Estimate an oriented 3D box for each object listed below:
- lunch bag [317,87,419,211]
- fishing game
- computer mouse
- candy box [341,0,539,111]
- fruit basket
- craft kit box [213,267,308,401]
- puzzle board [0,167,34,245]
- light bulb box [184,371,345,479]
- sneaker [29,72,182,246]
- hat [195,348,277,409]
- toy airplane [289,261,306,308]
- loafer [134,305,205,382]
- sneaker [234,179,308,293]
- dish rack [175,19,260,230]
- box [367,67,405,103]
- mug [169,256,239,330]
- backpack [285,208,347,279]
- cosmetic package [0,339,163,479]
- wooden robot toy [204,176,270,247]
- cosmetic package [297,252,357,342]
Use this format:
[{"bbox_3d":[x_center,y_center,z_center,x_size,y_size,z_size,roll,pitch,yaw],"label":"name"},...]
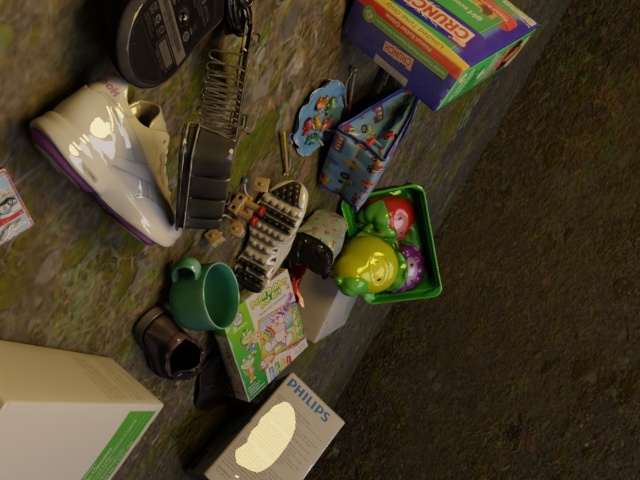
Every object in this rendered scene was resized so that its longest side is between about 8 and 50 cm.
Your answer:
[{"bbox_3d":[0.143,-0.254,1.310,0.293,0.138,0.221,-50,172,-32],"label":"lunch bag"},{"bbox_3d":[0.007,-0.268,1.150,0.264,0.041,0.189,-46,159,-30],"label":"fishing game"},{"bbox_3d":[-0.183,-0.295,0.649,0.272,0.072,0.188,-58,164,-33],"label":"computer mouse"},{"bbox_3d":[0.251,-0.439,1.074,0.317,0.268,0.122,-37,165,-32],"label":"candy box"},{"bbox_3d":[0.191,0.033,1.523,0.392,0.283,0.392,-9,90,-75],"label":"fruit basket"},{"bbox_3d":[-0.149,0.233,1.322,0.250,0.061,0.247,-37,119,-44],"label":"craft kit box"},{"bbox_3d":[-0.405,-0.015,0.600,0.128,0.011,0.096,-45,156,-34],"label":"puzzle board"},{"bbox_3d":[-0.174,0.619,1.543,0.361,0.225,0.358,-45,-179,-32],"label":"light bulb box"},{"bbox_3d":[-0.244,-0.093,0.711,0.152,0.114,0.305,-51,158,-15],"label":"sneaker"},{"bbox_3d":[-0.197,0.370,1.445,0.331,0.134,0.331,-48,157,-28],"label":"hat"},{"bbox_3d":[-0.067,0.115,1.419,0.028,0.151,0.151,-6,134,-20],"label":"toy airplane"},{"bbox_3d":[-0.297,0.243,1.087,0.109,0.095,0.302,-49,157,-24],"label":"loafer"},{"bbox_3d":[-0.103,-0.018,1.176,0.292,0.110,0.118,-61,169,30],"label":"sneaker"},{"bbox_3d":[-0.142,-0.164,0.730,0.208,0.074,0.271,122,-24,-58],"label":"dish rack"},{"bbox_3d":[0.227,-0.437,1.384,0.232,0.059,0.183,-12,129,-63],"label":"box"},{"bbox_3d":[-0.235,0.098,1.011,0.129,0.097,0.158,-34,114,-66],"label":"mug"},{"bbox_3d":[0.000,0.000,1.366,0.115,0.152,0.182,-61,173,34],"label":"backpack"},{"bbox_3d":[-0.424,0.273,0.760,0.197,0.155,0.365,-55,161,-6],"label":"cosmetic package"},{"bbox_3d":[-0.155,-0.049,1.049,0.173,0.076,0.079,-54,170,-10],"label":"wooden robot toy"},{"bbox_3d":[0.023,0.177,1.669,0.224,0.138,0.225,-16,132,-61],"label":"cosmetic package"}]
